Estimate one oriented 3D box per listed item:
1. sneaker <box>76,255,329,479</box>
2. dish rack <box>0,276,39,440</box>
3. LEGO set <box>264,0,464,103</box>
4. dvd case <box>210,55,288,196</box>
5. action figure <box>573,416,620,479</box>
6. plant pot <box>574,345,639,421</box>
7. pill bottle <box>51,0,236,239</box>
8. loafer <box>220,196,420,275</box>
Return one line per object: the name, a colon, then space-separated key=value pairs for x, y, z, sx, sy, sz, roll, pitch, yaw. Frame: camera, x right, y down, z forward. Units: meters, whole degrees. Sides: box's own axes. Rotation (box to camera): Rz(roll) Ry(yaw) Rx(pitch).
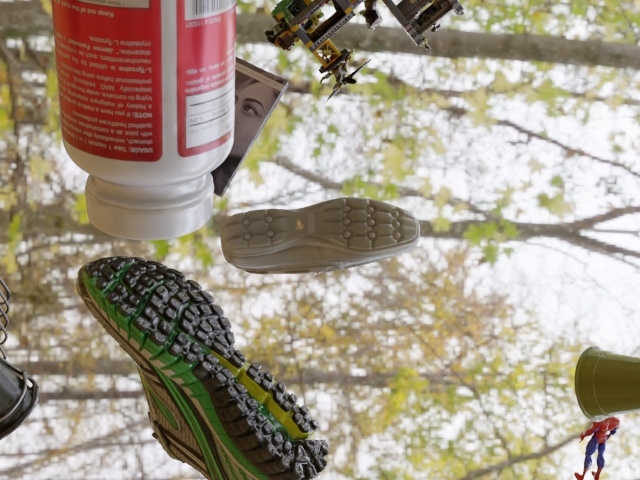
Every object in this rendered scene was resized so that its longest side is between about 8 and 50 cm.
sneaker: x=-0.157 y=0.159 z=1.055 sx=0.343 sy=0.134 sz=0.146 roll=49 pitch=-63 yaw=8
dish rack: x=-0.319 y=0.089 z=0.724 sx=0.074 sy=0.208 sz=0.271 roll=60 pitch=-1 yaw=-29
LEGO set: x=0.088 y=-0.386 z=1.645 sx=0.331 sy=0.192 sz=0.255 roll=-42 pitch=-155 yaw=2
dvd case: x=-0.176 y=-0.201 z=1.587 sx=0.221 sy=0.165 sz=0.018 roll=-60 pitch=167 yaw=-9
action figure: x=0.331 y=0.238 z=1.153 sx=0.030 sy=0.038 sz=0.115 roll=-102 pitch=-162 yaw=-58
plant pot: x=0.330 y=0.155 z=1.038 sx=0.079 sy=0.083 sz=0.083 roll=-7 pitch=-100 yaw=47
pill bottle: x=-0.225 y=-0.217 z=1.253 sx=0.229 sy=0.229 sz=0.407 roll=-122 pitch=-148 yaw=-57
loafer: x=0.000 y=0.000 z=1.566 sx=0.111 sy=0.320 sz=0.112 roll=82 pitch=8 yaw=-60
